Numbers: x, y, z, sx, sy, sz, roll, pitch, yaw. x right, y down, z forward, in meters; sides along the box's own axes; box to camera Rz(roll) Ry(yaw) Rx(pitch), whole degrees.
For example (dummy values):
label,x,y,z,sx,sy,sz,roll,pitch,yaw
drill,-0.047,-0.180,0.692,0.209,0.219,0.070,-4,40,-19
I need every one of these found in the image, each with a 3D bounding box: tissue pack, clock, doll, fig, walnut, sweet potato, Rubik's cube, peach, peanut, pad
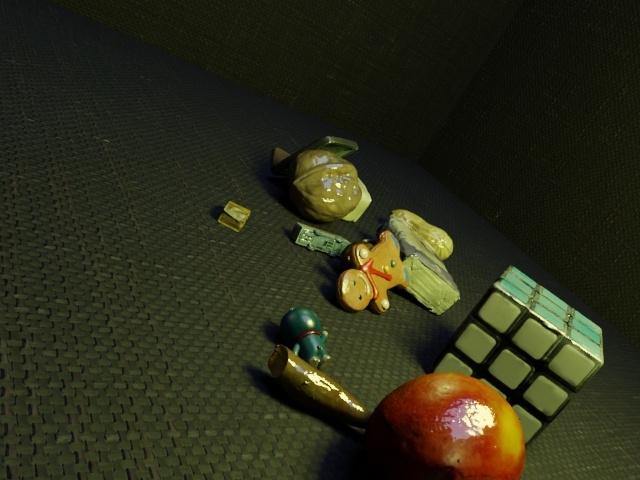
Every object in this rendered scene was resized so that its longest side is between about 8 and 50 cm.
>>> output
label,x,y,z,sx,sy,sz,roll,pitch,yaw
tissue pack,0.315,0.072,1.877,0.242,0.125,0.343,38,16,-19
clock,-0.022,-0.316,2.098,0.273,0.279,0.049,-8,74,-64
doll,-0.034,0.202,1.171,0.114,0.085,0.152,-1,46,-37
fig,0.158,0.080,1.701,0.236,0.124,0.124,28,17,-44
walnut,0.008,-0.189,1.925,0.273,0.273,0.227,18,-13,-33
sweet potato,0.001,0.288,1.036,0.244,0.077,0.077,39,19,-7
Rubik's cube,0.508,0.284,1.443,0.301,0.303,0.305,37,22,15
peach,0.200,0.344,0.942,0.281,0.238,0.281,7,13,-2
peanut,0.399,-0.027,2.257,0.147,0.147,0.305,6,28,-50
pad,-0.074,-0.288,2.349,0.287,0.018,0.284,27,20,-13

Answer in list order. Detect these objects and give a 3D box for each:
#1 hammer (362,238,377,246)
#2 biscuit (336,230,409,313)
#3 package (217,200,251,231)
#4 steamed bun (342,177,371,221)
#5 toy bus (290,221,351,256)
label,x,y,z,sx,sy,sz,roll,pitch,yaw
hammer,0.215,0.057,1.952,0.060,0.028,0.195,7,32,-39
biscuit,0.152,0.100,1.555,0.324,0.049,0.205,-23,95,-46
package,-0.237,-0.076,1.570,0.071,0.047,0.131,27,22,-4
steamed bun,0.072,-0.195,2.147,0.164,0.146,0.241,21,27,-34
toy bus,0.000,0.000,1.723,0.191,0.064,0.075,17,13,-36
